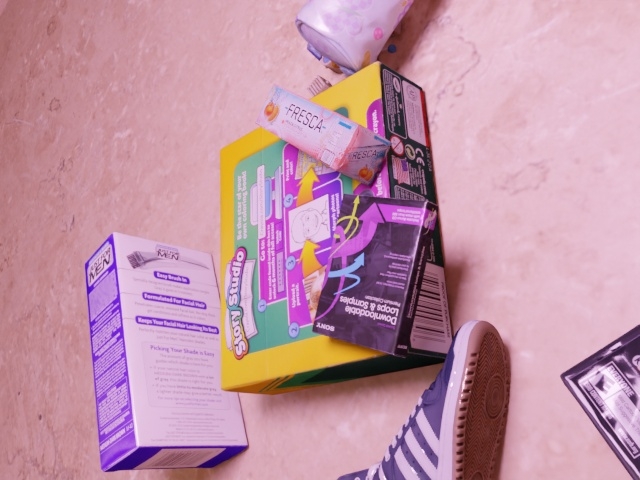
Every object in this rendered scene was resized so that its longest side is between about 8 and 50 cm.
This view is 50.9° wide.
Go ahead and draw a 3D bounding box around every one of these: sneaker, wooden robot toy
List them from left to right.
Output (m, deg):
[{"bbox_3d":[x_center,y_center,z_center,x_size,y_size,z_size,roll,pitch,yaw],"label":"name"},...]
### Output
[{"bbox_3d":[0.032,-0.275,0.958,0.173,0.079,0.076,-34,56,33],"label":"wooden robot toy"},{"bbox_3d":[0.105,0.219,0.720,0.153,0.099,0.282,4,84,44],"label":"sneaker"}]

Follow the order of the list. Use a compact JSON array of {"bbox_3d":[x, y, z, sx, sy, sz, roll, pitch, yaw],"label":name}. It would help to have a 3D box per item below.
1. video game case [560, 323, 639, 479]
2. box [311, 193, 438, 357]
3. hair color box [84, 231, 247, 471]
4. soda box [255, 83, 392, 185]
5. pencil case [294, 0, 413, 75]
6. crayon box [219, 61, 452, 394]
[{"bbox_3d":[0.358,0.144,0.478,0.248,0.035,0.275,-36,51,10],"label":"video game case"},{"bbox_3d":[0.056,0.033,0.722,0.116,0.029,0.162,8,84,42],"label":"box"},{"bbox_3d":[-0.241,0.167,1.022,0.110,0.185,0.339,-37,54,34],"label":"hair color box"},{"bbox_3d":[-0.001,-0.130,0.805,0.183,0.063,0.058,37,103,45],"label":"soda box"},{"bbox_3d":[0.088,-0.342,0.857,0.273,0.124,0.113,-53,19,4],"label":"pencil case"},{"bbox_3d":[0.000,0.000,0.887,0.313,0.106,0.363,-21,63,40],"label":"crayon box"}]
